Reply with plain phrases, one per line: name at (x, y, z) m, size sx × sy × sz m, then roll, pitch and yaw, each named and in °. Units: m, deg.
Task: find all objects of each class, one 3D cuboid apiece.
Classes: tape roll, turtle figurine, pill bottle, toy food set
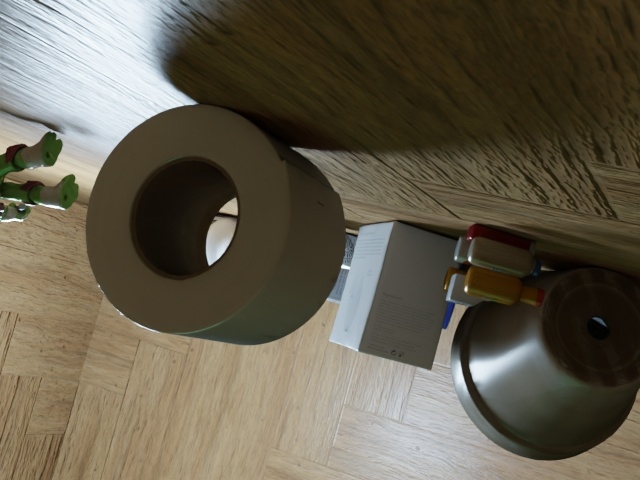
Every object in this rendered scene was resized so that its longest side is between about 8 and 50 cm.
tape roll at (-0.112, -0.010, 1.075) m, size 0.246 × 0.246 × 0.169 m, roll 14°, pitch 175°, yaw 23°
turtle figurine at (-0.567, -0.133, 1.751) m, size 0.266 × 0.198 × 0.274 m, roll -2°, pitch -179°, yaw 17°
pill bottle at (-0.276, 0.022, 2.539) m, size 0.181 × 0.182 × 0.323 m, roll 18°, pitch 175°, yaw -36°
toy food set at (0.250, 0.045, 1.392) m, size 0.104 × 0.111 × 0.232 m, roll 16°, pitch 173°, yaw 0°

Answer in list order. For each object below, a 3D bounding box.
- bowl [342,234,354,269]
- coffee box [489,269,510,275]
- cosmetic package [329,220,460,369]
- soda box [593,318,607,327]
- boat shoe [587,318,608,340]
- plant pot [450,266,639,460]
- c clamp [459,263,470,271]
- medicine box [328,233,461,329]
bowl at (0.000, 0.000, 1.936) m, size 0.170 × 0.080 × 0.170 m, roll 15°, pitch 176°, yaw 1°
coffee box at (0.410, 0.088, 1.874) m, size 0.184 × 0.040 × 0.113 m, roll 12°, pitch 173°, yaw 37°
cosmetic package at (0.130, 0.093, 1.693) m, size 0.138 × 0.225 × 0.224 m, roll 15°, pitch 176°, yaw -11°
soda box at (0.465, 0.138, 1.955) m, size 0.286 × 0.098 × 0.091 m, roll 12°, pitch 174°, yaw 34°
boat shoe at (0.453, 0.163, 1.790) m, size 0.301 × 0.102 × 0.108 m, roll 33°, pitch -134°, yaw 22°
plant pot at (0.399, 0.172, 1.561) m, size 0.323 × 0.323 × 0.280 m, roll 15°, pitch 158°, yaw -2°
c clamp at (0.222, 0.071, 1.765) m, size 0.022 × 0.161 × 0.137 m, roll 38°, pitch -156°, yaw -7°
medicine box at (0.154, 0.096, 2.179) m, size 0.289 × 0.149 × 0.263 m, roll 15°, pitch 176°, yaw 3°
